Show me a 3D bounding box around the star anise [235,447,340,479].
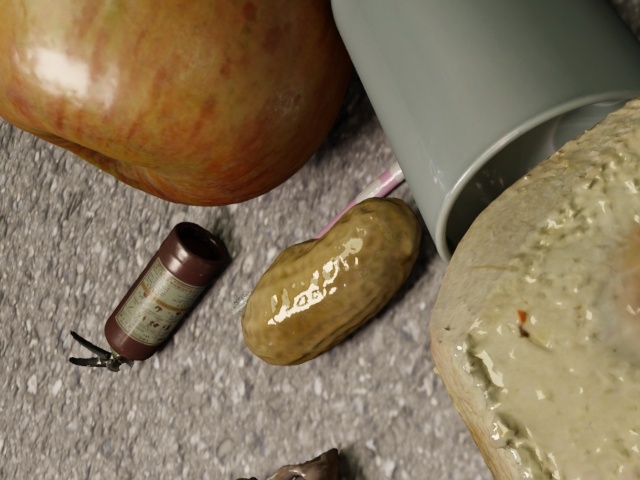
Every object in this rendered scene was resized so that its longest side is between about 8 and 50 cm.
[{"bbox_3d":[-0.050,0.338,0.940,0.332,0.118,0.331,-34,36,29],"label":"star anise"}]

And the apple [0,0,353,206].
[{"bbox_3d":[-0.151,-0.223,1.039,0.400,0.400,0.333,12,76,48],"label":"apple"}]

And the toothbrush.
[{"bbox_3d":[0.000,0.000,1.074,0.286,0.025,0.020,-42,52,30],"label":"toothbrush"}]

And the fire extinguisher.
[{"bbox_3d":[-0.210,0.076,1.223,0.231,0.099,0.071,-49,26,24],"label":"fire extinguisher"}]

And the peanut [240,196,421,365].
[{"bbox_3d":[0.007,0.038,1.003,0.226,0.095,0.108,-40,50,31],"label":"peanut"}]

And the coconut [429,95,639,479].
[{"bbox_3d":[0.221,0.068,0.645,0.297,0.254,0.297,-4,71,13],"label":"coconut"}]

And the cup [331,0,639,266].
[{"bbox_3d":[0.136,-0.145,0.840,0.205,0.205,0.312,-44,49,30],"label":"cup"}]
